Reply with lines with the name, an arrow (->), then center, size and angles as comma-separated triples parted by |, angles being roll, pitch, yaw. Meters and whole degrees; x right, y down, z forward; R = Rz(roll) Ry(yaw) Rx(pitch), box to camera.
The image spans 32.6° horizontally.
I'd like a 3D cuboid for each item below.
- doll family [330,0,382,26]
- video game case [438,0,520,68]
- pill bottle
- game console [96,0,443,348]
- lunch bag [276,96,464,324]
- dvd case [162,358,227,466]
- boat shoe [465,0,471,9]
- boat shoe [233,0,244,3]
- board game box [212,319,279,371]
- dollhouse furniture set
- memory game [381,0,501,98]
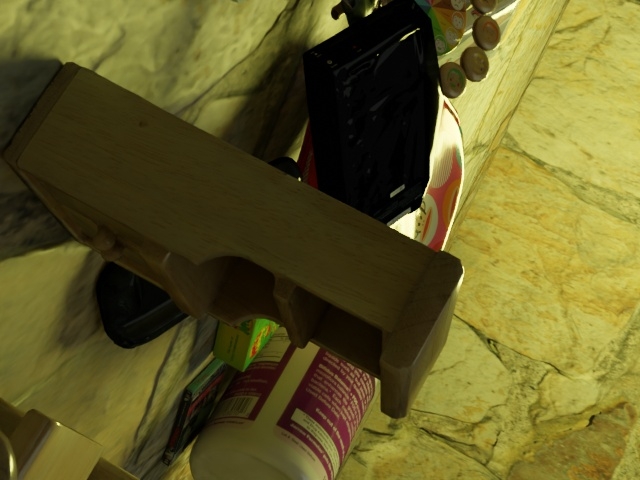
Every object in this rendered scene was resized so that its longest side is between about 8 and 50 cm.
doll family -> 0.052, -0.250, 0.946 | 0.193, 0.076, 0.111 | -54, 147, -15
video game case -> 0.142, -0.214, 1.294 | 0.183, 0.023, 0.201 | -31, 171, -5
pill bottle -> -0.027, 0.197, 1.366 | 0.169, 0.169, 0.301 | 106, 11, -45
game console -> -0.033, -0.043, 0.909 | 0.361, 0.044, 0.213 | -35, 141, -25
lunch bag -> 0.047, -0.037, 1.136 | 0.258, 0.120, 0.293 | 31, 74, -63
dvd case -> -0.144, 0.195, 1.268 | 0.087, 0.013, 0.119 | -45, 159, -55
boat shoe -> 0.184, -0.377, 1.163 | 0.306, 0.113, 0.105 | -49, 165, 10
boat shoe -> -0.014, -0.202, 0.627 | 0.320, 0.103, 0.118 | -22, 141, -54
board game box -> -0.066, 0.051, 1.201 | 0.092, 0.043, 0.181 | -50, 163, -44
dollhouse furniture set -> -0.125, 0.143, 0.621 | 0.394, 0.256, 0.362 | -60, 168, -14
memory game -> 0.113, -0.231, 1.082 | 0.012, 0.186, 0.186 | -7, -137, 53
